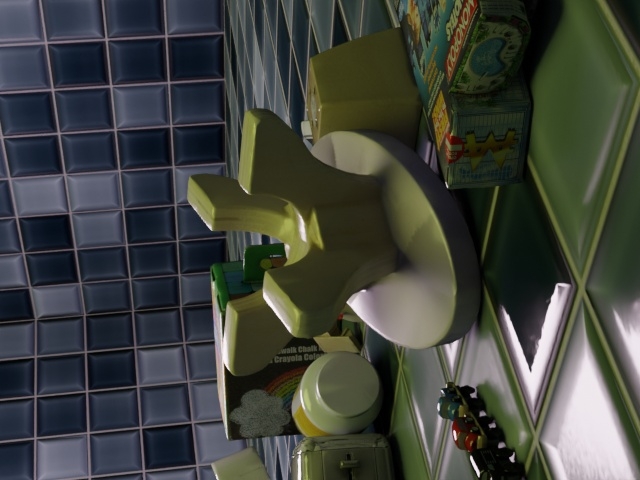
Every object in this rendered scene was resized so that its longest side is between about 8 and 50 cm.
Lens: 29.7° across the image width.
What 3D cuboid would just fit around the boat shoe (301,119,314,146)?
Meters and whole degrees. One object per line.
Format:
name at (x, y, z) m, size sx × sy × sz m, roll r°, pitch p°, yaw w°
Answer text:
boat shoe at (0.031, -0.102, 1.383) m, size 0.228 × 0.080 × 0.076 m, roll -160°, pitch 67°, yaw -73°

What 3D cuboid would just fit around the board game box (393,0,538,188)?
board game box at (0.109, -0.146, 0.851) m, size 0.194 × 0.060 × 0.194 m, roll 105°, pitch 158°, yaw -66°

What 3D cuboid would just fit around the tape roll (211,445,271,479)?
tape roll at (-0.054, 0.484, 1.724) m, size 0.392 × 0.072 × 0.392 m, roll 157°, pitch 90°, yaw -82°

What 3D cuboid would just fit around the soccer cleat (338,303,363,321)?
soccer cleat at (0.053, 0.026, 1.351) m, size 0.196 × 0.068 × 0.076 m, roll 100°, pitch 178°, yaw -56°

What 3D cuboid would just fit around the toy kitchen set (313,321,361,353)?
toy kitchen set at (0.037, 0.111, 1.621) m, size 0.068 × 0.075 × 0.083 m, roll -4°, pitch 130°, yaw 46°

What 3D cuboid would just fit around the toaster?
toaster at (0.027, 0.316, 1.457) m, size 0.227 × 0.129 × 0.146 m, roll 104°, pitch 163°, yaw -72°

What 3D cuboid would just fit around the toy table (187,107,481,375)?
toy table at (0.000, 0.000, 1.071) m, size 0.274 × 0.161 × 0.252 m, roll 31°, pitch 124°, yaw 58°

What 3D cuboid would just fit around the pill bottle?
pill bottle at (0.022, 0.194, 1.487) m, size 0.184 × 0.103 × 0.103 m, roll 112°, pitch 152°, yaw -72°

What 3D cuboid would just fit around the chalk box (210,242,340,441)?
chalk box at (-0.069, 0.130, 1.826) m, size 0.179 × 0.180 × 0.289 m, roll -114°, pitch 22°, yaw -66°

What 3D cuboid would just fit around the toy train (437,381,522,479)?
toy train at (0.126, 0.159, 0.986) m, size 0.158 × 0.036 × 0.027 m, roll -115°, pitch 22°, yaw -68°

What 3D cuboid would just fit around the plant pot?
plant pot at (0.039, -0.138, 1.210) m, size 0.109 × 0.096 × 0.109 m, roll 96°, pitch 167°, yaw -51°
